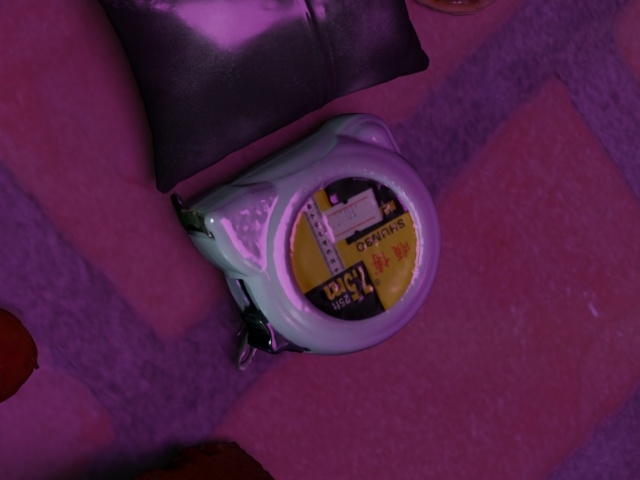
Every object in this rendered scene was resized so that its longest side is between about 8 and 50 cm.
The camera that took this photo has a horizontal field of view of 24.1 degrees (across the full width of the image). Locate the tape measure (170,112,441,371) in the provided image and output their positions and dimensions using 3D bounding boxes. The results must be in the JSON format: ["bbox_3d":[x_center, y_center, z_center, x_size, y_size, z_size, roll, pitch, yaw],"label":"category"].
[{"bbox_3d":[-0.001,0.004,1.191,0.196,0.105,0.178,-26,104,-23],"label":"tape measure"}]

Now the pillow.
[{"bbox_3d":[-0.040,-0.162,1.129,0.249,0.106,0.186,-29,122,-17],"label":"pillow"}]

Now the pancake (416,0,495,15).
[{"bbox_3d":[0.116,-0.263,1.238,0.151,0.025,0.152,-6,104,-26],"label":"pancake"}]

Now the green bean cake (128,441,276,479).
[{"bbox_3d":[-0.131,0.255,1.120,0.232,0.097,0.199,14,100,-65],"label":"green bean cake"}]

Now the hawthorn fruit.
[{"bbox_3d":[-0.246,0.084,1.091,0.093,0.081,0.081,-14,109,-56],"label":"hawthorn fruit"}]
